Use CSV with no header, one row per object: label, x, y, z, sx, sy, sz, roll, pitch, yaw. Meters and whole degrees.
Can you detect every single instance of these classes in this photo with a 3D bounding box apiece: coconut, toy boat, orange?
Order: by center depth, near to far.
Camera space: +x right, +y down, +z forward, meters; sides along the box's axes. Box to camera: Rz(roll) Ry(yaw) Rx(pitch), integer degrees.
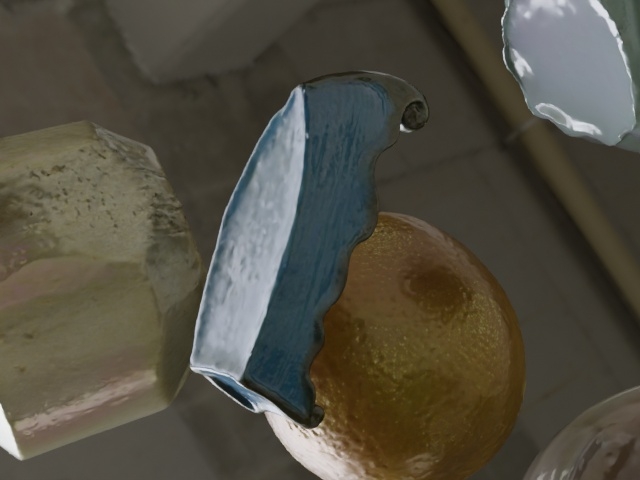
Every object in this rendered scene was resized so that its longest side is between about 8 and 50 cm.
toy boat,0.000,0.000,0.827,0.077,0.075,0.185,21,-101,-34
toy boat,0.199,-0.148,1.145,0.199,0.290,0.100,30,-118,29
coconut,-0.196,0.034,1.147,0.241,0.241,0.241,29,-139,-29
orange,0.053,0.092,1.323,0.236,0.236,0.236,29,-139,-29

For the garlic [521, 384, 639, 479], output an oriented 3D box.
garlic,0.216,0.208,0.883,0.325,0.132,0.279,-36,-88,-37
